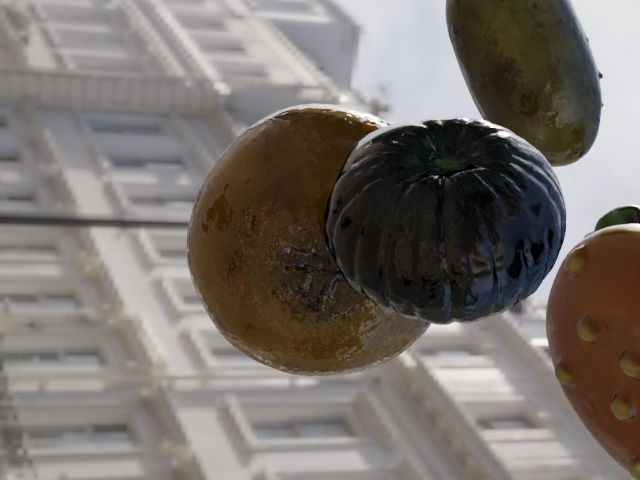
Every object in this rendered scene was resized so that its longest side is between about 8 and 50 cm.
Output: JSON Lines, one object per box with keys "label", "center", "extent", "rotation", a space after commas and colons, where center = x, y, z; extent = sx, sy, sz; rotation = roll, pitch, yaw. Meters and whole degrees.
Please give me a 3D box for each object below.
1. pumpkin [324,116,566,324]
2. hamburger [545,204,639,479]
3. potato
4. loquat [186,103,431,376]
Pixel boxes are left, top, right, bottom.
{"label": "pumpkin", "center": [0.101, -0.015, 1.276], "extent": [0.202, 0.202, 0.140], "rotation": [-117, -162, -51]}
{"label": "hamburger", "center": [0.475, 0.137, 1.956], "extent": [0.395, 0.277, 0.396], "rotation": [37, -41, 40]}
{"label": "potato", "center": [0.270, -0.242, 2.088], "extent": [0.210, 0.173, 0.307], "rotation": [61, 10, -81]}
{"label": "loquat", "center": [0.000, 0.000, 1.519], "extent": [0.263, 0.263, 0.263], "rotation": [-178, -90, -68]}
